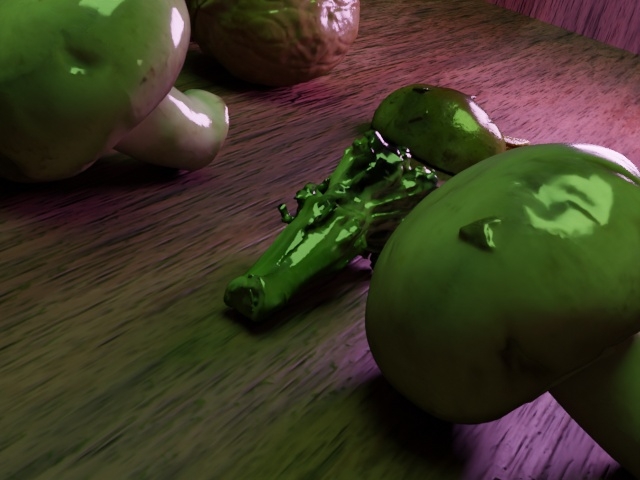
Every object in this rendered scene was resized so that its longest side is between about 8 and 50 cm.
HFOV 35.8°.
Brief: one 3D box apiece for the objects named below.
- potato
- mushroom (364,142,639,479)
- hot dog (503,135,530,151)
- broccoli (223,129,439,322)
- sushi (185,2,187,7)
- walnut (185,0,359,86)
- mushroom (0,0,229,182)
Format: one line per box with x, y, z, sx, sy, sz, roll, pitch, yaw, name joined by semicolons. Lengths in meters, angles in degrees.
0.206;-0.200;1.661;0.160;0.111;0.271;-2;30;-40;potato
0.212;0.083;0.911;0.336;0.314;0.314;50;28;1;mushroom
0.335;-0.169;1.770;0.090;0.030;0.034;11;25;-11;hot dog
0.006;0.002;1.074;0.145;0.165;0.304;52;44;2;broccoli
-0.284;-0.588;1.851;0.351;0.396;0.240;-4;35;-25;sushi
-0.088;-0.406;1.736;0.313;0.277;0.252;-10;4;-39;walnut
-0.272;-0.221;1.159;0.315;0.315;0.356;31;37;29;mushroom
